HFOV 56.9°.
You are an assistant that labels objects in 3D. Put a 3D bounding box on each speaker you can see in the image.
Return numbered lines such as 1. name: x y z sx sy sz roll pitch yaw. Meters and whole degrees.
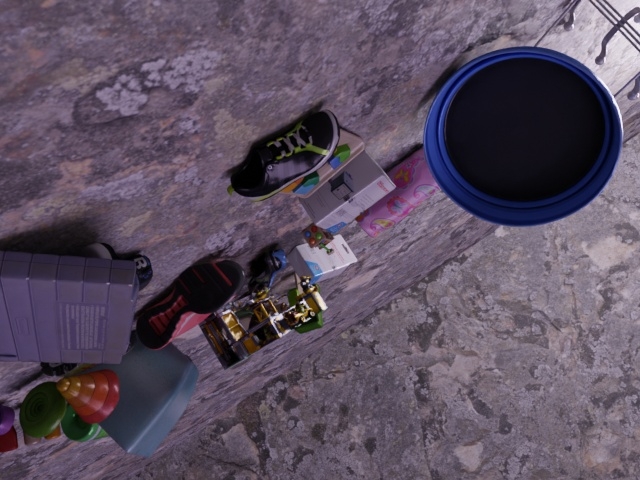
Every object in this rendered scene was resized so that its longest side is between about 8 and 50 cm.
1. speaker: -0.642 0.531 1.794 0.131 0.131 0.296 -35 163 8

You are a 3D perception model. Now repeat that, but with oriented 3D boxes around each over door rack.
1. over door rack: 0.555 -0.366 1.278 0.108 0.239 0.324 -2 145 -49

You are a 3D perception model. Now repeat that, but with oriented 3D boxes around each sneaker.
1. sneaker: -0.526 0.253 1.346 0.209 0.081 0.094 -16 164 -27
2. sneaker: -0.299 0.136 1.408 0.314 0.116 0.136 -35 177 17
3. sneaker: -0.154 0.077 1.549 0.078 0.067 0.188 3 148 -27
4. sneaker: -0.364 0.046 1.077 0.121 0.079 0.217 -34 167 -35
5. sneaker: -0.067 -0.143 1.043 0.235 0.084 0.097 -39 160 20

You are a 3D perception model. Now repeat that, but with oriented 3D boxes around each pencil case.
1. pencil case: 0.208 -0.130 1.505 0.284 0.124 0.124 -39 162 16

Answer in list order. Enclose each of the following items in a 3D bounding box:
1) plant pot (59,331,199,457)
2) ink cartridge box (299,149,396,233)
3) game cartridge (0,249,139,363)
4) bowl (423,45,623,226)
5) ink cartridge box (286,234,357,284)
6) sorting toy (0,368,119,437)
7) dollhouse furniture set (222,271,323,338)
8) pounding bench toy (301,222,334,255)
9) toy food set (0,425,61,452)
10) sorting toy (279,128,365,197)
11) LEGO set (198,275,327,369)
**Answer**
1. plant pot: -0.456 0.369 1.514 0.252 0.248 0.247 -47 167 -19
2. ink cartridge box: 0.066 -0.108 1.374 0.191 0.082 0.140 -38 163 10
3. game cartridge: -0.439 0.126 1.011 0.230 0.068 0.355 2 149 -22
4. bowl: 0.416 -0.214 1.241 0.391 0.391 0.077 -48 -177 40
5. ink cartridge box: 0.007 0.054 1.672 0.180 0.104 0.060 -15 155 -43
6. sorting toy: -0.632 0.357 1.307 0.366 0.127 0.126 -17 149 15
7. dollhouse furniture set: -0.168 0.216 1.878 0.302 0.151 0.197 -20 145 16
8. pounding bench toy: 0.000 0.000 1.549 0.052 0.083 0.065 -38 163 18
9. toy food set: -0.789 0.472 1.483 0.232 0.104 0.111 -10 171 -12
10. sorting toy: -0.015 -0.151 1.191 0.193 0.038 0.208 -39 162 19
11. LEGO set: -0.165 0.172 1.521 0.255 0.192 0.331 -27 174 -42
